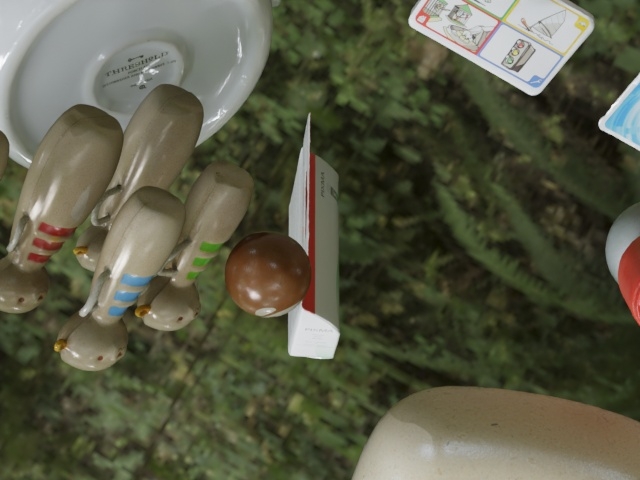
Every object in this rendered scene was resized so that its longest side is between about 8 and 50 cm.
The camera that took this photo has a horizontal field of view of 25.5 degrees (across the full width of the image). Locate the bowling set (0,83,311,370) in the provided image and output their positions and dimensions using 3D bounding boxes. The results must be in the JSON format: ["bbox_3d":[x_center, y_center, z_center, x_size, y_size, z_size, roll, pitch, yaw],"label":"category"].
[{"bbox_3d":[-0.122,0.022,0.889,0.200,0.287,0.154,38,115,17],"label":"bowling set"}]

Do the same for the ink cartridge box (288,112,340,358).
[{"bbox_3d":[0.000,0.000,1.428,0.056,0.180,0.224,3,157,-7],"label":"ink cartridge box"}]

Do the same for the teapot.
[{"bbox_3d":[-0.166,-0.183,1.058,0.256,0.187,0.252,11,128,-46],"label":"teapot"}]

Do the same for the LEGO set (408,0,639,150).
[{"bbox_3d":[0.192,-0.122,0.664,0.244,0.060,0.182,27,126,-13],"label":"LEGO set"}]

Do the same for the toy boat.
[{"bbox_3d":[0.172,0.131,0.909,0.268,0.148,0.318,21,108,2],"label":"toy boat"}]
